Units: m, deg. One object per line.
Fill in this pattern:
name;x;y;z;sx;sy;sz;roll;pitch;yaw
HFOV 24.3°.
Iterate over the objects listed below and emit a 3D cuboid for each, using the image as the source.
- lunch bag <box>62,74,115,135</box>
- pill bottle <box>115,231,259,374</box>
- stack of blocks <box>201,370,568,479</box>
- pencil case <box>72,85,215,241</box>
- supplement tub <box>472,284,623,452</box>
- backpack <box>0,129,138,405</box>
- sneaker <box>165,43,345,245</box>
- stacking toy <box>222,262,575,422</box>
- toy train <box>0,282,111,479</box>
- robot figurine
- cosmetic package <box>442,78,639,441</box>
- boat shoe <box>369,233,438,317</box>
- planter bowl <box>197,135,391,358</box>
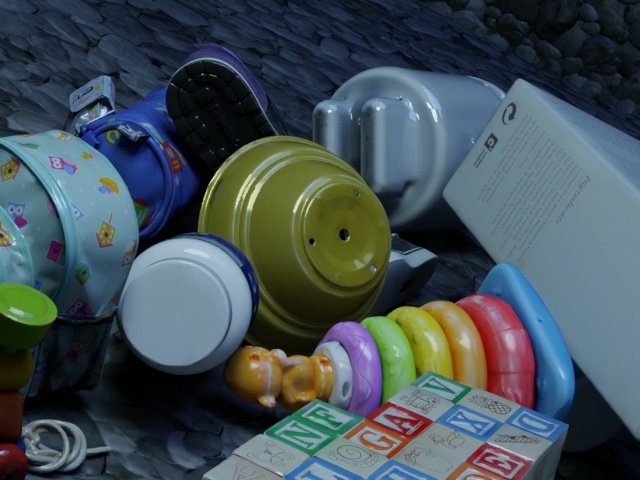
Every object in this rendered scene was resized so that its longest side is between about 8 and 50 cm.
lunch bag;-0.249;-0.134;1.605;0.053;0.083;0.071;21;22;-18
pill bottle;-0.110;0.052;1.224;0.112;0.112;0.187;27;3;0
stack of blocks;0.051;0.191;1.104;0.171;0.087;0.297;21;22;22
pencil case;-0.169;-0.093;1.550;0.133;0.119;0.306;50;19;-3
supplement tub;0.233;0.121;1.542;0.117;0.117;0.190;12;26;-35
backpack;-0.229;0.012;1.127;0.144;0.188;0.166;1;34;-50
sneaker;-0.051;-0.075;1.515;0.283;0.107;0.124;63;13;-18
stacking toy;0.054;0.124;1.304;0.301;0.166;0.175;2;44;-26
toy train;-0.218;0.091;1.014;0.248;0.143;0.105;4;31;-47
robot figurine;0.132;-0.111;1.856;0.300;0.200;0.353;6;5;38
cosmetic package;0.324;0.034;1.463;0.230;0.161;0.453;23;19;-29
boat shoe;0.059;0.032;1.609;0.070;0.078;0.219;34;13;16
planter bowl;0.000;0.000;1.391;0.217;0.217;0.090;13;-16;-34
